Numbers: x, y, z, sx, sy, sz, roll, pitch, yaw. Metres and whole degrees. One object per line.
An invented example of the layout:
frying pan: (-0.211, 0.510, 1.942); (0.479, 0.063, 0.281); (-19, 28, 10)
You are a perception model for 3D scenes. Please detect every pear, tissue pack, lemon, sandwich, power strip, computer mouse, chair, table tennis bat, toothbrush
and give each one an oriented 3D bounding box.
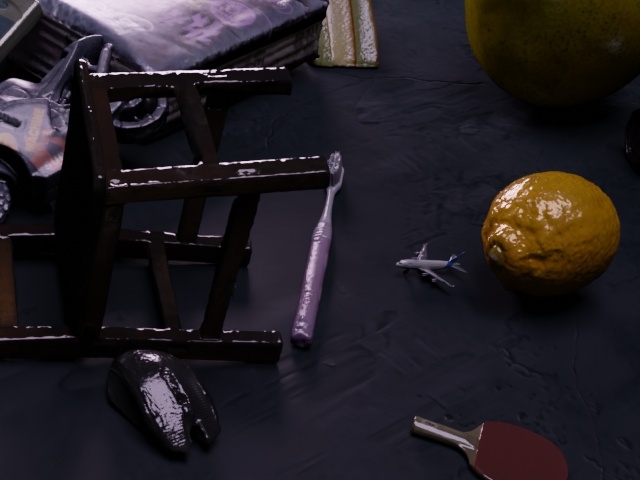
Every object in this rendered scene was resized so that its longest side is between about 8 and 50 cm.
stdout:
pear: (0.338, -0.326, 1.883); (0.294, 0.294, 0.294); (10, 35, -7)
tissue pack: (-0.194, -0.275, 1.756); (0.259, 0.122, 0.361); (29, 39, 23)
lemon: (0.252, -0.006, 1.515); (0.187, 0.142, 0.142); (-17, 45, -40)
sandwich: (-0.001, -0.311, 1.966); (0.117, 0.144, 0.187); (-1, 73, -22)
power strip: (-0.408, -0.229, 1.593); (0.080, 0.029, 0.227); (25, 64, 20)
computer mouse: (-0.144, 0.140, 1.244); (0.079, 0.047, 0.135); (-16, 47, -35)
chair: (-0.232, -0.032, 1.283); (0.416, 0.240, 0.203); (2, 39, -19)
table tennis bat: (0.162, 0.201, 1.301); (0.156, 0.013, 0.087); (19, 37, 3)
toothbrush: (0.000, 0.000, 1.509); (0.024, 0.029, 0.354); (3, 34, 6)

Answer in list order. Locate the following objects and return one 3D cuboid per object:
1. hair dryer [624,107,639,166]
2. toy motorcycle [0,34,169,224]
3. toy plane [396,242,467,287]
hair dryer: (0.506, -0.165, 1.904); (0.197, 0.089, 0.251); (5, 26, -10)
toy motorcycle: (-0.314, -0.120, 1.481); (0.173, 0.108, 0.307); (41, 55, 20)
toy plane: (0.122, 0.028, 1.521); (0.084, 0.024, 0.078); (-8, 40, -19)
